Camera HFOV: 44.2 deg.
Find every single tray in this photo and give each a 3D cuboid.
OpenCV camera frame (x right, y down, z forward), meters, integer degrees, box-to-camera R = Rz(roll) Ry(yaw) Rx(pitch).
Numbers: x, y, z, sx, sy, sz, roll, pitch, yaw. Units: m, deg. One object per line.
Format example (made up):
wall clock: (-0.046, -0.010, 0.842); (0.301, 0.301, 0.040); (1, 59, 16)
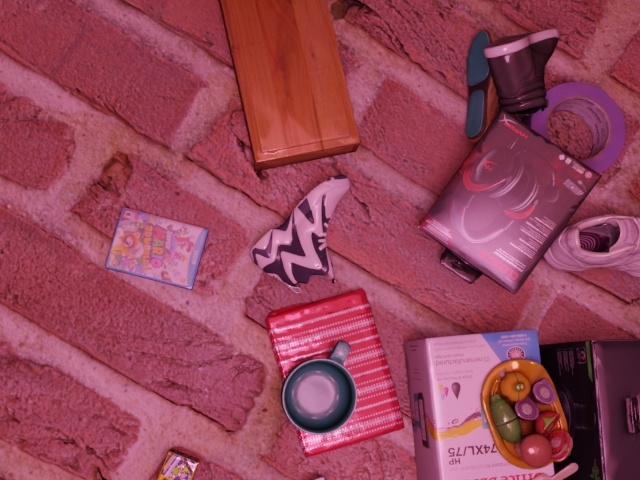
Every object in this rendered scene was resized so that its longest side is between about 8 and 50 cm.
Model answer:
tray: (-0.069, -0.357, 1.527); (0.202, 0.076, 0.411); (-12, 81, -7)

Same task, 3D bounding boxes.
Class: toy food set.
toy food set: (0.342, 0.296, 1.251); (0.128, 0.071, 0.218); (-19, 84, -9)

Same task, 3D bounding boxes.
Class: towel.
towel: (0.026, 0.240, 1.456); (0.199, 0.031, 0.275); (-15, 83, -7)

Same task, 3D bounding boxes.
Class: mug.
mug: (0.006, 0.266, 1.385); (0.157, 0.097, 0.129); (-29, 84, -10)

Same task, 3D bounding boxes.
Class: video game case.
video game case: (-0.305, 0.015, 1.473); (0.166, 0.015, 0.119); (15, 79, -3)

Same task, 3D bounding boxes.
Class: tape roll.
tape roll: (0.492, -0.209, 1.546); (0.189, 0.080, 0.189); (1, 80, -5)

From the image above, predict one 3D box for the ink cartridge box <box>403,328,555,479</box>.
ink cartridge box: (0.272, 0.301, 1.381); (0.198, 0.197, 0.270); (-5, 82, -6)

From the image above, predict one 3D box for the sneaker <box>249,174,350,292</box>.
sneaker: (0.000, 0.000, 1.463); (0.235, 0.094, 0.153); (-43, 88, -10)

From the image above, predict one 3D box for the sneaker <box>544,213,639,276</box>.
sneaker: (0.584, 0.008, 1.482); (0.305, 0.152, 0.114); (-5, 78, -7)

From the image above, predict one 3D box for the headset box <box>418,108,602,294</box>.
headset box: (0.334, -0.057, 1.454); (0.218, 0.110, 0.293); (36, 97, 7)

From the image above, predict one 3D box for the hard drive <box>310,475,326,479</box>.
hard drive: (-0.074, 0.541, 1.385); (0.254, 0.054, 0.172); (-26, 83, -9)

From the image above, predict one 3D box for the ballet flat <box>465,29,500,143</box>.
ballet flat: (0.330, -0.299, 1.562); (0.073, 0.080, 0.232); (12, 81, -31)

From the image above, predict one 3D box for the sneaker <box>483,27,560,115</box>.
sneaker: (0.395, -0.321, 1.508); (0.104, 0.296, 0.147); (-5, 107, 33)

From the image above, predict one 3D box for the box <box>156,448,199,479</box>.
box: (-0.271, 0.458, 1.382); (0.059, 0.054, 0.169); (21, 79, -1)

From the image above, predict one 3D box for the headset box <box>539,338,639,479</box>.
headset box: (0.490, 0.297, 1.359); (0.131, 0.283, 0.246); (-1, 81, -5)
